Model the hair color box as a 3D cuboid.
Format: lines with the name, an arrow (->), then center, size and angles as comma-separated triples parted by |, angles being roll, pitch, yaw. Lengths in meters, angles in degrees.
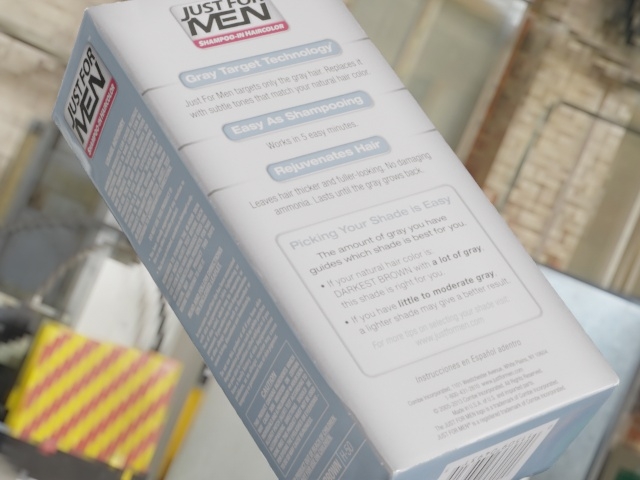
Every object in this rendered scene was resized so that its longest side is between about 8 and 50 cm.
hair color box -> 0.000, 0.000, 1.175 | 0.185, 0.113, 0.374 | -17, 62, -34
